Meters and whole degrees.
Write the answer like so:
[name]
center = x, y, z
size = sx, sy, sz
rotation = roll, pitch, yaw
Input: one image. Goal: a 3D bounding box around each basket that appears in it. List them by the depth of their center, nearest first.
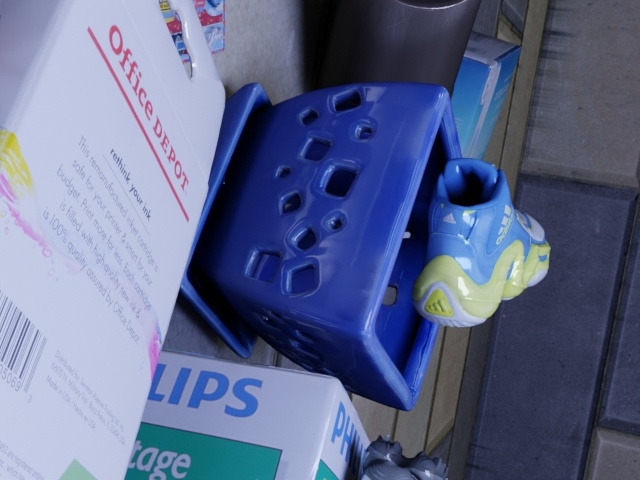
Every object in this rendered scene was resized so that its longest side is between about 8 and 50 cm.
[basket]
center = 0.084, -0.221, 0.951
size = 0.227, 0.154, 0.204
rotation = 103, 9, -69

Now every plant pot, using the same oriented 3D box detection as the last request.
[plant pot]
center = 0.000, 0.000, 0.850
size = 0.236, 0.212, 0.235
rotation = 62, 42, -61

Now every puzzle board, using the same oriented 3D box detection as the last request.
[puzzle board]
center = -0.106, -0.192, 0.750
size = 0.128, 0.011, 0.096
rotation = -42, 139, -61

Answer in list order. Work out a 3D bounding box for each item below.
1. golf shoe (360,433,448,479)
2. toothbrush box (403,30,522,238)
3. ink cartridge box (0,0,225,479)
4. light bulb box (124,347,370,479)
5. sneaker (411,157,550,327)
[golf shoe]
center = 0.057, 0.222, 0.676
size = 0.093, 0.077, 0.198
rotation = -62, 147, -28
[toothbrush box]
center = 0.150, -0.130, 1.260
size = 0.216, 0.126, 0.295
rotation = -38, 148, -63
[ink cartridge box]
center = -0.162, -0.007, 0.489
size = 0.207, 0.119, 0.353
rotation = 73, 25, -55
[light bulb box]
center = -0.094, 0.309, 0.703
size = 0.358, 0.225, 0.360
rotation = 65, 36, -59
[sneaker]
center = 0.152, -0.017, 0.809
size = 0.240, 0.091, 0.126
rotation = -37, 134, -61
